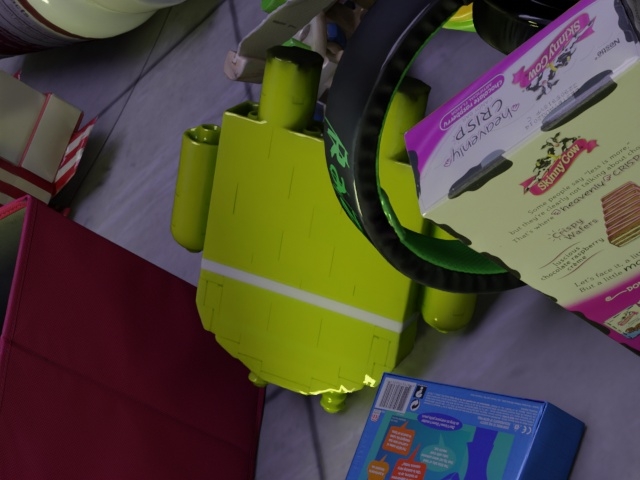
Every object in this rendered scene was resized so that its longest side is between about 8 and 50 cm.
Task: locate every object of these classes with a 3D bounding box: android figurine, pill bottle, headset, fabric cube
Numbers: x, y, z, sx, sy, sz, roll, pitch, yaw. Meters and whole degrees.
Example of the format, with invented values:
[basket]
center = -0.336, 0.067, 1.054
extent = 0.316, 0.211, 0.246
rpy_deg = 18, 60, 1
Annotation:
[android figurine]
center = 0.000, 0.000, 1.142
extent = 0.248, 0.056, 0.272
rpy_deg = 16, 114, 19
[pill bottle]
center = -0.294, -0.322, 1.676
extent = 0.392, 0.224, 0.224
rpy_deg = -2, 65, 49
[headset]
center = 0.195, -0.110, 0.970
extent = 0.394, 0.243, 0.185
rpy_deg = -35, 39, -7
[fabric cube]
center = -0.225, 0.161, 1.235
extent = 0.254, 0.258, 0.259
rpy_deg = -23, 49, 37

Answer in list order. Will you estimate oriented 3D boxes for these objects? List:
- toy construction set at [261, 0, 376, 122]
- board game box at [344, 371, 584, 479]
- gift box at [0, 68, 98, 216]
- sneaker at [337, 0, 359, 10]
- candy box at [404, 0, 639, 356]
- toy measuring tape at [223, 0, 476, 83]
[toy construction set]
center = 0.072, -0.203, 1.229
extent = 0.328, 0.151, 0.215
rpy_deg = -27, 41, 33
[board game box]
center = 0.073, 0.201, 1.035
extent = 0.160, 0.047, 0.210
rpy_deg = 6, 70, 50
[gift box]
center = -0.402, -0.091, 1.612
extent = 0.255, 0.258, 0.276
rpy_deg = 10, 73, 51
[sneaker]
center = 0.014, -0.239, 1.396
extent = 0.170, 0.068, 0.071
rpy_deg = -60, 31, -1
[candy box]
center = 0.185, -0.032, 0.910
extent = 0.159, 0.233, 0.071
rpy_deg = -36, 43, 27
[toy measuring tape]
center = 0.064, -0.170, 1.099
extent = 0.330, 0.121, 0.121
rpy_deg = -35, 43, 33
